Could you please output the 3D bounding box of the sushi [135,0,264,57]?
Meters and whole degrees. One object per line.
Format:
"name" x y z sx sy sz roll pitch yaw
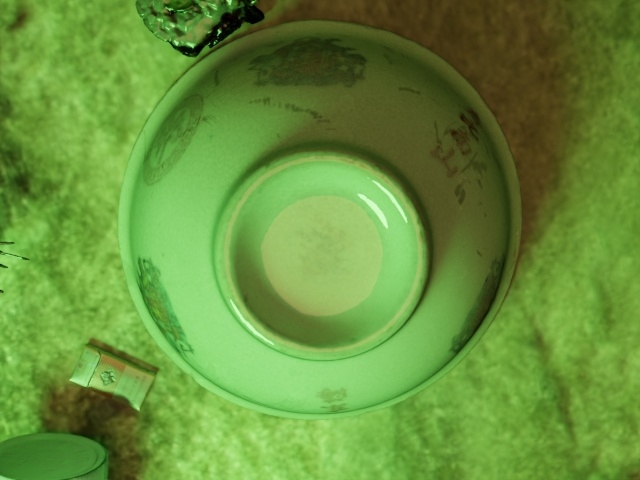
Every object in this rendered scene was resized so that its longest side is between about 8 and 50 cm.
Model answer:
"sushi" -0.121 -0.227 0.760 0.098 0.084 0.094 43 98 -3

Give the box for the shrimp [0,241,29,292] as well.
"shrimp" -0.457 -0.003 0.772 0.342 0.116 0.145 15 98 4

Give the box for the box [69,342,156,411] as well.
"box" -0.227 0.150 0.847 0.083 0.012 0.046 25 98 -5

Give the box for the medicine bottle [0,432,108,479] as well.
"medicine bottle" -0.291 0.329 0.809 0.139 0.139 0.226 7 98 -2

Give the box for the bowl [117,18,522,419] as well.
"bowl" 0.000 0.000 0.737 0.434 0.196 0.435 0 99 0
